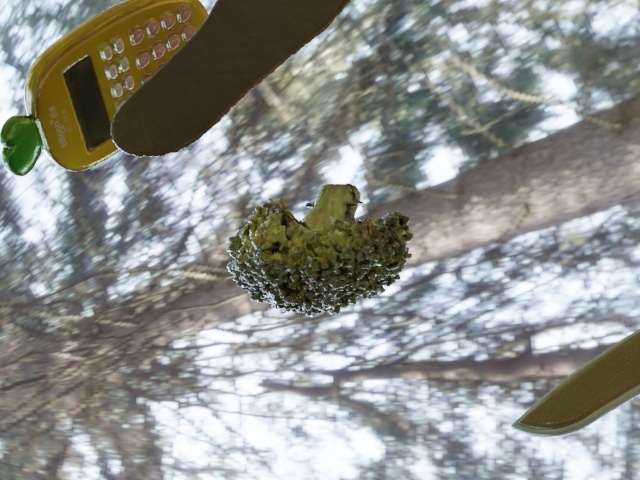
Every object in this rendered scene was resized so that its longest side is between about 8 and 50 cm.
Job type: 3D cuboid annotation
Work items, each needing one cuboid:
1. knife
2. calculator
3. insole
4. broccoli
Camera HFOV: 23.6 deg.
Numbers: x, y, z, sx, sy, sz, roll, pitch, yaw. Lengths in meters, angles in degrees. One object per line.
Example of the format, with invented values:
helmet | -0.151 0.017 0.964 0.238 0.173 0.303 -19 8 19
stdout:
knife | 0.342 0.107 1.518 0.343 0.027 0.061 -32 -128 2
calculator | -0.193 -0.140 1.380 0.235 0.146 0.032 -35 -126 -21
insole | -0.057 -0.172 1.249 0.111 0.007 0.328 20 -128 27
broccoli | 0.000 0.000 0.863 0.095 0.097 0.092 21 -116 -6
